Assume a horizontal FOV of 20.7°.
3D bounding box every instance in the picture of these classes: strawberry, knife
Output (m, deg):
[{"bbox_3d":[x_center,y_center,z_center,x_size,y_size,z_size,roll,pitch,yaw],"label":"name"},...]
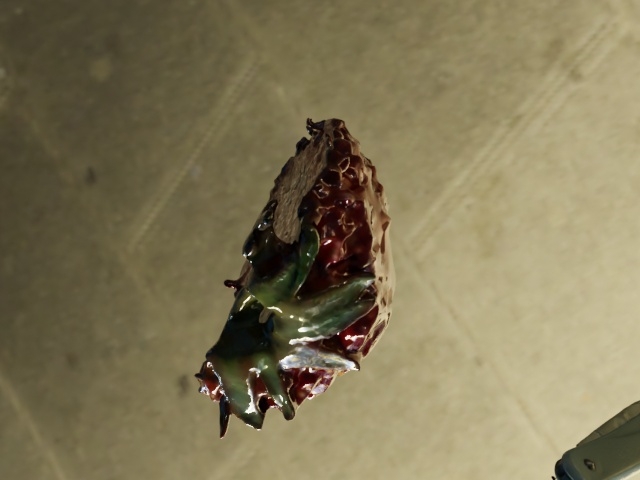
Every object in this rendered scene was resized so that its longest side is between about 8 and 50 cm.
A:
[{"bbox_3d":[0.005,0.003,0.937,0.087,0.208,0.167,24,126,-3],"label":"strawberry"},{"bbox_3d":[0.207,0.137,1.185,0.044,0.162,0.023,52,128,18],"label":"knife"}]
